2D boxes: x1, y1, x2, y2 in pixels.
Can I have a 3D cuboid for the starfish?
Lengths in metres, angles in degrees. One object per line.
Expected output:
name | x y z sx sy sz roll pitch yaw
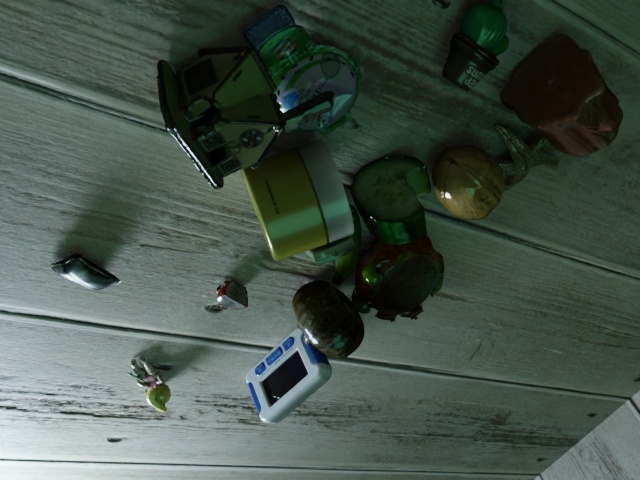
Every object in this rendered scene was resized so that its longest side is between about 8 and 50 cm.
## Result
starfish | 0.503 -0.205 1.908 0.277 0.062 0.236 17 130 -42

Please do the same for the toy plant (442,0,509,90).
toy plant | 0.333 -0.408 1.571 0.143 0.105 0.200 16 113 -47

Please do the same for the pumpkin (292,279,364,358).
pumpkin | 0.011 0.209 1.973 0.162 0.219 0.219 -40 137 11

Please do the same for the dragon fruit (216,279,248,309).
dragon fruit | -0.223 0.137 1.896 0.083 0.056 0.060 27 140 -35

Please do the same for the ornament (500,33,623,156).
ornament | 0.558 -0.313 1.717 0.235 0.221 0.217 -2 161 40

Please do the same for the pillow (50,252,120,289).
pillow | -0.518 0.074 1.685 0.091 0.055 0.136 -34 137 13

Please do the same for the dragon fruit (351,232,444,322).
dragon fruit | 0.198 0.089 1.980 0.268 0.130 0.295 -49 139 16

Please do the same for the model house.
model house | -0.129 -0.265 1.396 0.279 0.205 0.218 -24 140 8

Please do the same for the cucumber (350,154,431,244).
cucumber | 0.163 -0.090 1.760 0.191 0.191 0.130 -28 138 3

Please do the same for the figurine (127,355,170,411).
figurine | -0.452 0.382 2.029 0.083 0.083 0.187 -21 129 -5

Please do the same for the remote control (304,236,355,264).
remote control | 0.000 0.000 1.742 0.098 0.233 0.038 -23 109 -10

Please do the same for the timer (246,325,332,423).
timer | -0.086 0.374 2.115 0.253 0.178 0.078 -42 141 20

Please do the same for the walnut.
walnut | 0.353 -0.138 1.815 0.165 0.165 0.197 -32 141 8

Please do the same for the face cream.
face cream | -0.049 -0.085 1.626 0.179 0.218 0.218 -20 138 -5

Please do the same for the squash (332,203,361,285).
squash | 0.062 -0.004 1.870 0.080 0.071 0.318 -30 148 -23

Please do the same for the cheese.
cheese | -0.035 -0.320 1.491 0.204 0.083 0.320 -33 139 8
